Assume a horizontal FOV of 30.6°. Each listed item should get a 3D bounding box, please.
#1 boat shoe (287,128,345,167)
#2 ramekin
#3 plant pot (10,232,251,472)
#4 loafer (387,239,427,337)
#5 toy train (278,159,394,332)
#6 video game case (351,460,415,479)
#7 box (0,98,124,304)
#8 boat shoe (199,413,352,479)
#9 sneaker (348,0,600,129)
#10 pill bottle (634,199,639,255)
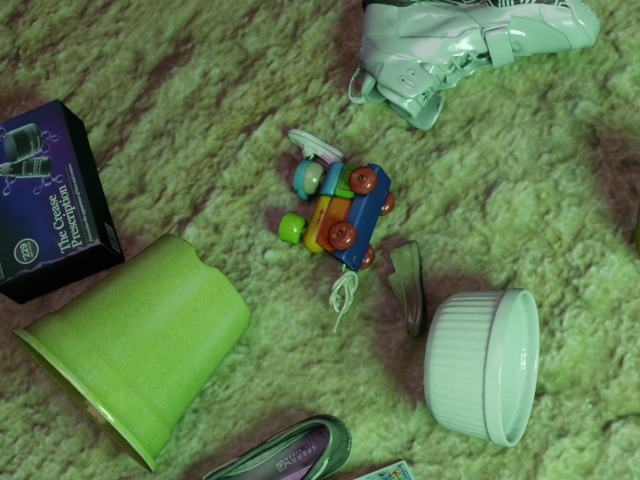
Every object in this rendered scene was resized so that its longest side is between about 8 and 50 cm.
[{"bbox_3d":[-0.012,-0.136,1.782,0.100,0.035,0.035,30,77,13],"label":"boat shoe"},{"bbox_3d":[0.213,0.162,1.546,0.109,0.207,0.207,5,73,23],"label":"ramekin"},{"bbox_3d":[-0.242,0.137,1.637,0.276,0.276,0.254,39,72,21],"label":"plant pot"},{"bbox_3d":[0.123,0.071,1.673,0.050,0.056,0.148,-7,60,11],"label":"loafer"},{"bbox_3d":[0.000,0.000,1.703,0.143,0.105,0.248,14,75,27],"label":"toy train"},{"bbox_3d":[0.085,0.352,1.569,0.122,0.011,0.087,-14,63,-33],"label":"video game case"},{"bbox_3d":[-0.437,-0.060,1.815,0.184,0.103,0.261,-23,69,7],"label":"box"},{"bbox_3d":[-0.107,0.345,1.607,0.335,0.095,0.112,-35,68,-1],"label":"boat shoe"},{"bbox_3d":[0.216,-0.270,1.726,0.365,0.137,0.210,11,75,21],"label":"sneaker"},{"bbox_3d":[0.476,-0.017,1.540,0.119,0.208,0.119,-4,71,11],"label":"pill bottle"}]
